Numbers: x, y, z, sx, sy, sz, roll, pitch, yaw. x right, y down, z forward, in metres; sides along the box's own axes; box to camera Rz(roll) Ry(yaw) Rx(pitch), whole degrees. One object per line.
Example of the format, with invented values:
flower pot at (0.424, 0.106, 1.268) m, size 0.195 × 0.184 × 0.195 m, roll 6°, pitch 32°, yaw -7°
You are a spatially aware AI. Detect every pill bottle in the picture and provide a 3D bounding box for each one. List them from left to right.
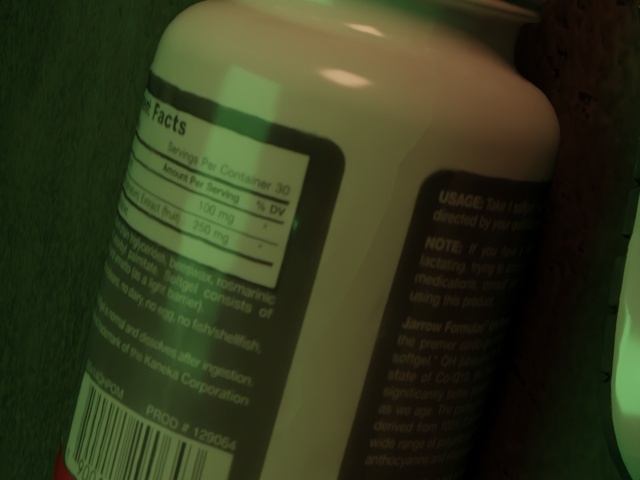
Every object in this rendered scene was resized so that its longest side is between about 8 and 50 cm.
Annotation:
pill bottle at (0.000, 0.000, 0.651) m, size 0.176 × 0.176 × 0.319 m, roll 35°, pitch 112°, yaw 61°

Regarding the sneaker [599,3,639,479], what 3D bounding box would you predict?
sneaker at (0.168, -0.053, 0.457) m, size 0.124 × 0.107 × 0.283 m, roll -4°, pitch 81°, yaw 47°
